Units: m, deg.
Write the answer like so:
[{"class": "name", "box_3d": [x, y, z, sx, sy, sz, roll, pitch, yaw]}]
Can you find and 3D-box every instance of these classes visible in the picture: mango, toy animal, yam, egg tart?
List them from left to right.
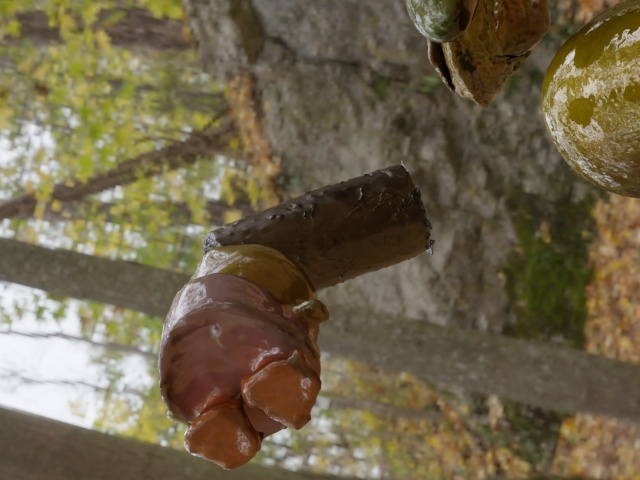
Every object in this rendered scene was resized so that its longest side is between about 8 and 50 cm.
[{"class": "toy animal", "box_3d": [-0.075, 0.096, 1.204, 0.195, 0.169, 0.281, -37, 8, 15]}, {"class": "yam", "box_3d": [-0.001, -0.001, 1.438, 0.131, 0.280, 0.131, 161, 90, -74]}, {"class": "mango", "box_3d": [0.156, -0.342, 1.422, 0.133, 0.111, 0.267, -53, 17, 51]}, {"class": "egg tart", "box_3d": [0.241, -0.331, 1.641, 0.297, 0.132, 0.297, 4, -95, -59]}, {"class": "mango", "box_3d": [0.425, -0.186, 1.364, 0.445, 0.301, 0.220, 124, 152, -71]}]
